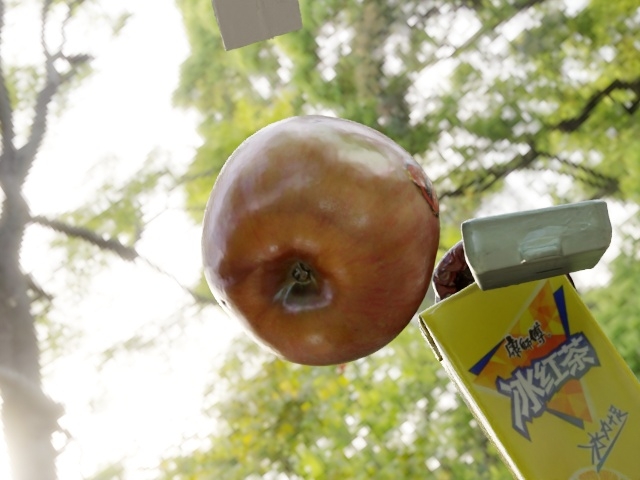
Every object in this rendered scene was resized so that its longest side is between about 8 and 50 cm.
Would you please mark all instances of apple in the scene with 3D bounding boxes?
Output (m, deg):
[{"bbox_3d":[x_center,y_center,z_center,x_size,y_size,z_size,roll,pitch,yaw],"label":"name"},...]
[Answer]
[{"bbox_3d":[0.000,0.000,1.123,0.209,0.209,0.164,-49,0,28],"label":"apple"}]

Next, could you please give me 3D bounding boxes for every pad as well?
[{"bbox_3d":[-0.118,-0.433,2.441,0.156,0.004,0.232,-17,-36,-4],"label":"pad"}]

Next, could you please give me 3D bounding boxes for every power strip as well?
[{"bbox_3d":[0.187,0.007,1.190,0.118,0.046,0.270,-12,-8,7],"label":"power strip"}]

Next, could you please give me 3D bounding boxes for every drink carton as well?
[{"bbox_3d":[0.253,0.188,1.375,0.154,0.351,0.111,-32,-14,-3],"label":"drink carton"}]

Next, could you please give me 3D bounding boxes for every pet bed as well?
[{"bbox_3d":[0.238,0.074,1.773,0.201,0.201,0.053,-52,-4,34],"label":"pet bed"}]
